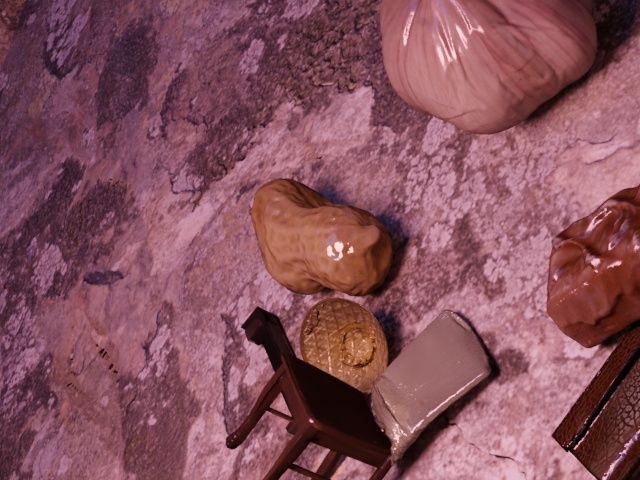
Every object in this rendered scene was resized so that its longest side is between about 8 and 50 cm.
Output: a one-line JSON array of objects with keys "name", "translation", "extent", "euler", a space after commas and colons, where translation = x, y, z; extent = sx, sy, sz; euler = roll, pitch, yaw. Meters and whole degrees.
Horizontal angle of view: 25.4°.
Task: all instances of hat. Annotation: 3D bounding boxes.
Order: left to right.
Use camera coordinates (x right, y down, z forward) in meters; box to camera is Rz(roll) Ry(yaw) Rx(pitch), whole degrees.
[{"name": "hat", "translation": [0.049, 0.141, 1.968], "extent": [0.146, 0.067, 0.146], "euler": [9, 107, 32]}]

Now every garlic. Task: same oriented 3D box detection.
[{"name": "garlic", "translation": [0.210, -0.298, 1.893], "extent": [0.318, 0.259, 0.317], "euler": [-17, 51, 22]}]

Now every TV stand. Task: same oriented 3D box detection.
[{"name": "TV stand", "translation": [-0.060, 0.191, 2.092], "extent": [0.049, 0.040, 0.256], "euler": [-51, 33, 16]}]

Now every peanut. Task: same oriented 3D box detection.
[{"name": "peanut", "translation": [-0.002, 0.008, 2.072], "extent": [0.291, 0.143, 0.159], "euler": [26, 121, 53]}]

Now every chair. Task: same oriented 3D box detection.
[{"name": "chair", "translation": [0.044, 0.212, 1.806], "extent": [0.319, 0.186, 0.160], "euler": [-53, 28, 16]}]

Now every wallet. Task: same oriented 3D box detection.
[{"name": "wallet", "translation": [0.355, 0.148, 1.551], "extent": [0.243, 0.039, 0.133], "euler": [-54, 28, 6]}]

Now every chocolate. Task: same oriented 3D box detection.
[{"name": "chocolate", "translation": [0.337, 0.016, 1.598], "extent": [0.214, 0.093, 0.148], "euler": [-37, 24, 42]}]
